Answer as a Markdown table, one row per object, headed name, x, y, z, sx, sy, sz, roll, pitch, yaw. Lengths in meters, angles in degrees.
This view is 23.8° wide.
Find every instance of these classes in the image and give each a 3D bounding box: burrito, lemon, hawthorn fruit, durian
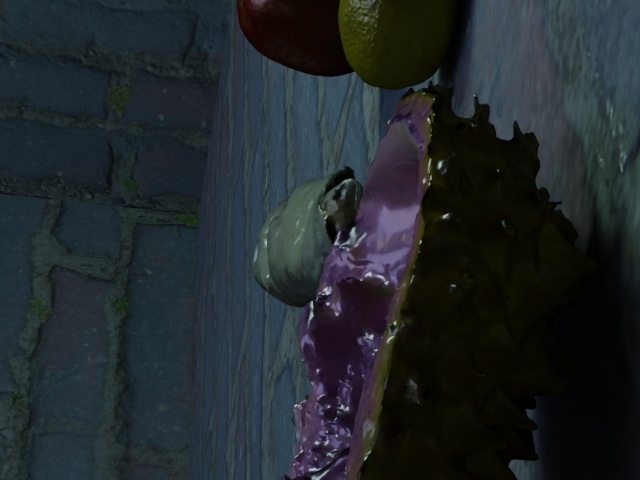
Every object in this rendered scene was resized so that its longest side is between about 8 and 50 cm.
| name | x | y | z | sx | sy | sz | roll | pitch | yaw |
| --- | --- | --- | --- | --- | --- | --- | --- | --- | --- |
| burrito | 0.000 | 0.000 | 1.283 | 0.392 | 0.076 | 0.117 | 171 | 111 | -80 |
| lemon | 0.051 | -0.151 | 1.006 | 0.082 | 0.082 | 0.111 | -92 | 5 | -46 |
| hawthorn fruit | -0.003 | -0.194 | 1.219 | 0.133 | 0.138 | 0.133 | -171 | 90 | -79 |
| durian | 0.054 | 0.075 | 0.655 | 0.191 | 0.112 | 0.341 | 128 | 158 | -56 |
